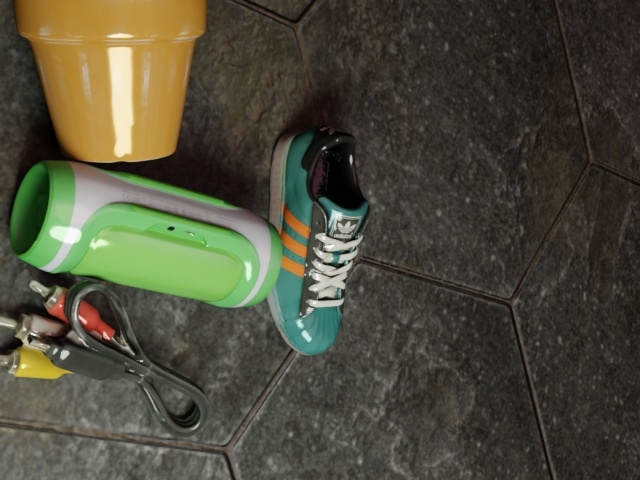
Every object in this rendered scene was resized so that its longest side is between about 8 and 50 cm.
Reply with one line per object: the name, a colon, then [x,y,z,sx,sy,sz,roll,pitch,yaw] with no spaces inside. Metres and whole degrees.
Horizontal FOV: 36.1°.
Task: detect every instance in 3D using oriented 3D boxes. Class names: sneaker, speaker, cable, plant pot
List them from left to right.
plant pot: [-0.225,-0.189,1.081,0.205,0.205,0.188,-13,110,-38]
cable: [-0.229,0.129,1.125,0.287,0.072,0.139,31,94,-40]
speaker: [-0.193,-0.003,1.125,0.296,0.131,0.131,15,78,-37]
sneaker: [0.000,0.000,1.278,0.108,0.121,0.302,-1,88,-38]
